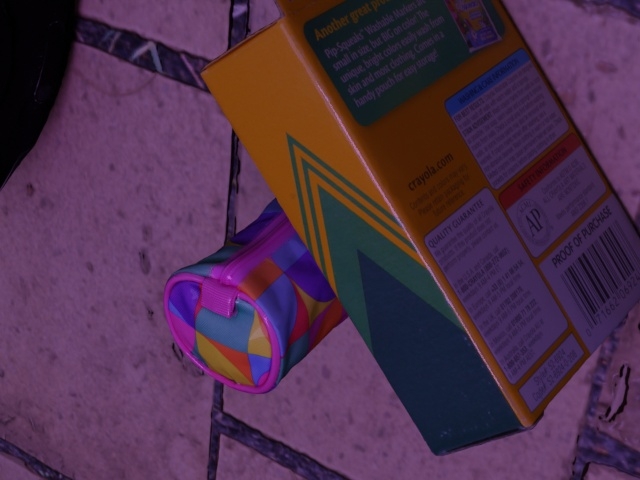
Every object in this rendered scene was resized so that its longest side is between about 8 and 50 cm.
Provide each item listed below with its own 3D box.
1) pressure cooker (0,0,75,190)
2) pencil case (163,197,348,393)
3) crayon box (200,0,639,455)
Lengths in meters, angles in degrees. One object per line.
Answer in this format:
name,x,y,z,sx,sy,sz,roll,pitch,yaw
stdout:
pressure cooker,-0.450,-0.195,1.066,0.420,0.375,0.369,29,132,20
pencil case,0.000,0.000,0.946,0.104,0.236,0.104,23,136,25
crayon box,0.065,-0.059,0.876,0.083,0.203,0.323,-26,98,43
